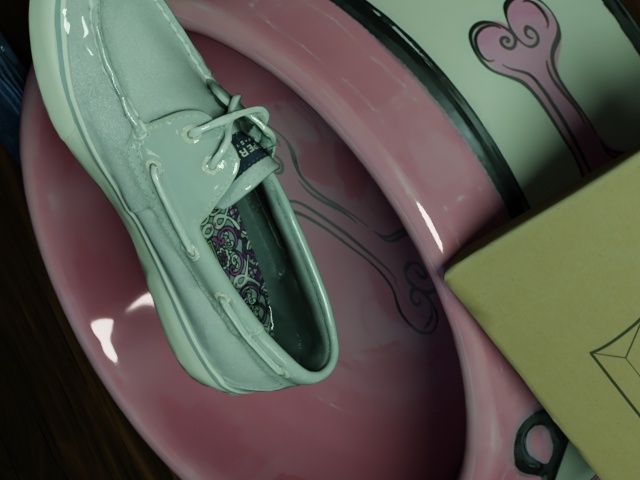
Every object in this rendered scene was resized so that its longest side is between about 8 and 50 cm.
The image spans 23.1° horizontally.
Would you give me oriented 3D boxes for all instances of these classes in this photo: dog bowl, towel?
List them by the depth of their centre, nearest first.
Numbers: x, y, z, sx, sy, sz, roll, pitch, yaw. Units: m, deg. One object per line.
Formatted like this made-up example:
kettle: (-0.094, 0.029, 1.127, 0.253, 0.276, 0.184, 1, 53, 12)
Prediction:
dog bowl: (0.000, 0.000, 0.841, 0.408, 0.150, 0.408, 29, 136, 32)
towel: (-0.233, -0.110, 1.120, 0.119, 0.029, 0.067, 54, 144, 3)

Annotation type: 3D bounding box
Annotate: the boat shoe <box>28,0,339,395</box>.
boat shoe: (-0.050, -0.031, 0.694, 0.081, 0.079, 0.227, -3, 120, 39)

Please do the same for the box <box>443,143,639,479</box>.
box: (0.157, 0.035, 0.593, 0.164, 0.021, 0.201, 51, 140, -4)
